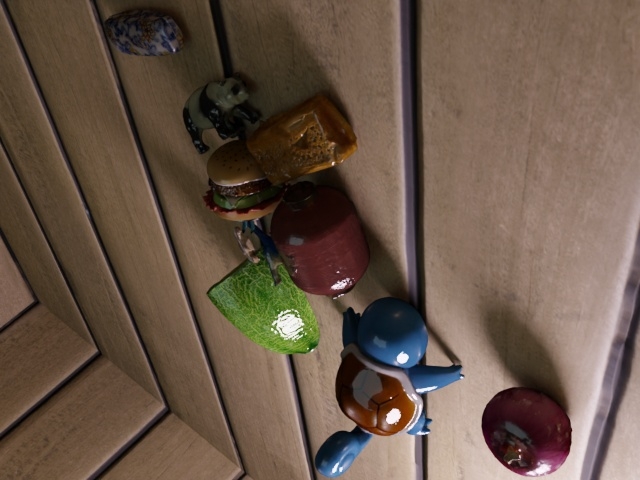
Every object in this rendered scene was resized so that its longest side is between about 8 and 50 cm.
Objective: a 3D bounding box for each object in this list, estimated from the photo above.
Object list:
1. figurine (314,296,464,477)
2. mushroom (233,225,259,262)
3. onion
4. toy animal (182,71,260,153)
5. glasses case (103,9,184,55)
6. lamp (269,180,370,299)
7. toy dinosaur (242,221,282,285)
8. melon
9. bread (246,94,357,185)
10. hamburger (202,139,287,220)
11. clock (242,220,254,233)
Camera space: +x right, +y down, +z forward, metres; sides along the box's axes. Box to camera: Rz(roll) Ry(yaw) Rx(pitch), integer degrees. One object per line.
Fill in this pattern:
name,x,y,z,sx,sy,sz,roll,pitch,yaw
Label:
figurine,0.116,0.299,1.996,0.298,0.243,0.416,33,112,31
mushroom,-0.172,0.010,2.173,0.049,0.019,0.101,3,128,56
onion,0.385,0.361,1.778,0.177,0.153,0.177,42,166,13
toy animal,-0.201,-0.260,1.889,0.121,0.094,0.225,61,153,-6
glasses case,-0.364,-0.423,1.931,0.248,0.065,0.087,15,136,50
lamp,0.000,0.000,1.845,0.180,0.180,0.258,20,143,44
toy dinosaur,-0.098,0.000,2.114,0.188,0.075,0.247,60,159,0
melon,-0.107,0.172,2.299,0.323,0.196,0.124,50,-170,-21
bread,-0.039,-0.186,1.752,0.139,0.077,0.271,57,151,-9
hamburger,-0.156,-0.130,1.923,0.175,0.175,0.137,26,135,37
clock,-0.188,-0.084,2.141,0.108,0.045,0.147,2,124,58
